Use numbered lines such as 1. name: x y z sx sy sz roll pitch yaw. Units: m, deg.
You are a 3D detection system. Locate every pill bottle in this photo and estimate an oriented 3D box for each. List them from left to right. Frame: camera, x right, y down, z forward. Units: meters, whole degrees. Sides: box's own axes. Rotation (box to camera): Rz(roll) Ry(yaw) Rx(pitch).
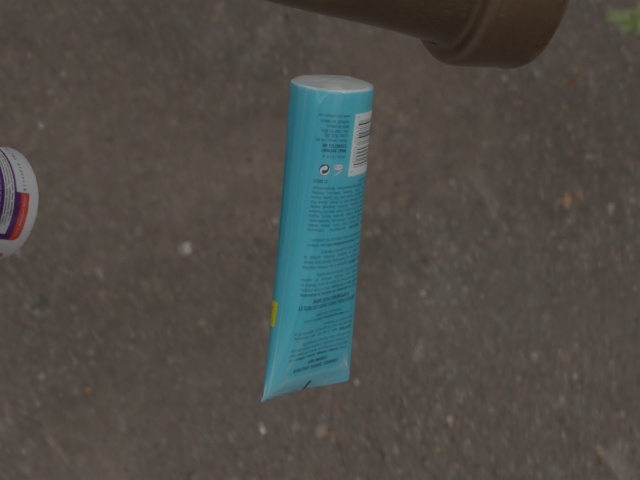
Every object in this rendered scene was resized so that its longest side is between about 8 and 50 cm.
1. pill bottle: -0.354 -0.042 1.469 0.108 0.193 0.108 -5 82 39

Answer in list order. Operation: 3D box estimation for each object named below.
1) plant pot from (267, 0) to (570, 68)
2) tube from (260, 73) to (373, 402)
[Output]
1. plant pot: 0.034 -0.248 1.146 0.229 0.263 0.263 -2 53 -15
2. tube: 0.000 0.000 1.062 0.080 0.207 0.052 -8 19 -39
